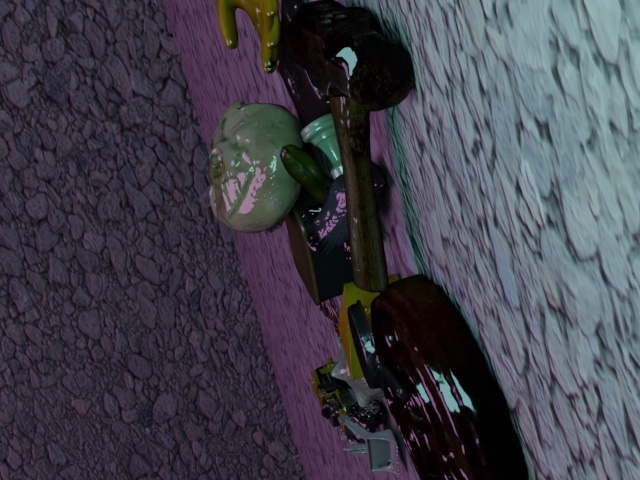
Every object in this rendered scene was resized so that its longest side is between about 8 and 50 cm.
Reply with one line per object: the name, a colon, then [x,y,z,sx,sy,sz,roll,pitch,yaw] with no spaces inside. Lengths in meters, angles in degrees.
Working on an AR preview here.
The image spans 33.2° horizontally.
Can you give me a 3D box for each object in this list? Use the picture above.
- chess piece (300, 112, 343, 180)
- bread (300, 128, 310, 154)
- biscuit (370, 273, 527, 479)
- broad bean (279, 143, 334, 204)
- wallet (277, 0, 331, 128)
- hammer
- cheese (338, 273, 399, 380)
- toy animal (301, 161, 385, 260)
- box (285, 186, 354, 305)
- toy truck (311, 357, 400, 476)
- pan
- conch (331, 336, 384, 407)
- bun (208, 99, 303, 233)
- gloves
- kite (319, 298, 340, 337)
chess piece: [0.020,-0.141,1.681,0.103,0.067,0.067,61,169,4]
bread: [-0.056,-0.141,1.996,0.094,0.082,0.157,49,-140,-60]
biscuit: [0.168,0.250,1.515,0.407,0.091,0.408,161,90,-79]
broad bean: [0.001,-0.086,1.724,0.065,0.046,0.254,46,-179,34]
wallet: [-0.030,-0.273,1.734,0.229,0.049,0.182,128,120,-80]
hammer: [0.044,-0.102,1.416,0.242,0.095,0.409,-127,27,-59]
cheese: [0.080,0.117,1.700,0.126,0.093,0.171,-103,6,-46]
toy animal: [0.029,-0.050,1.587,0.121,0.117,0.210,48,158,15]
box: [0.000,0.000,1.939,0.144,0.090,0.201,-122,16,-51]
toy truck: [0.069,0.358,2.168,0.286,0.111,0.136,-124,20,-48]
pan: [0.076,0.169,1.507,0.235,0.028,0.136,-125,19,-68]
conch: [0.086,0.232,1.864,0.137,0.114,0.234,61,169,-25]
bun: [-0.121,-0.133,1.861,0.239,0.141,0.239,-17,70,59]
gloves: [-0.117,-0.400,1.708,0.133,0.116,0.295,84,168,-64]
kite: [0.021,0.152,2.324,0.232,0.009,0.189,-151,43,-75]
